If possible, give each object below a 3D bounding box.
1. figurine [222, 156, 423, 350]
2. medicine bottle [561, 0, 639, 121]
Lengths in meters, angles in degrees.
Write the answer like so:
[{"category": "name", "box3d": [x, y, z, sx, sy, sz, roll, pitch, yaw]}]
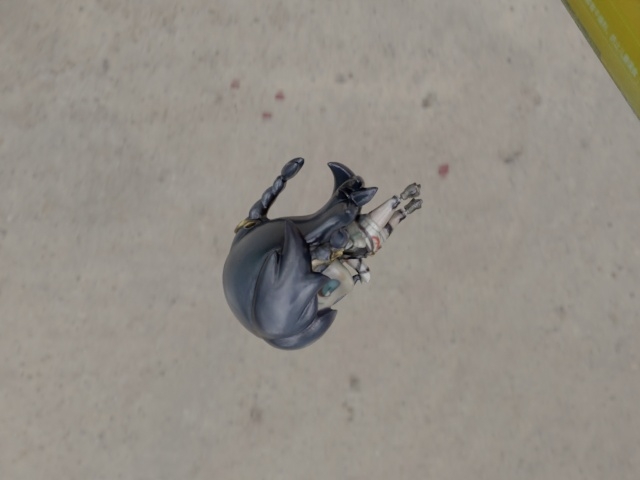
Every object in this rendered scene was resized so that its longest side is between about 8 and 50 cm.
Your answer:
[{"category": "figurine", "box3d": [-0.007, 0.013, 1.997, 0.197, 0.265, 0.175, 16, 150, 39]}, {"category": "medicine bottle", "box3d": [0.162, -0.096, 0.735, 0.074, 0.218, 0.074, -20, 151, -12]}]
